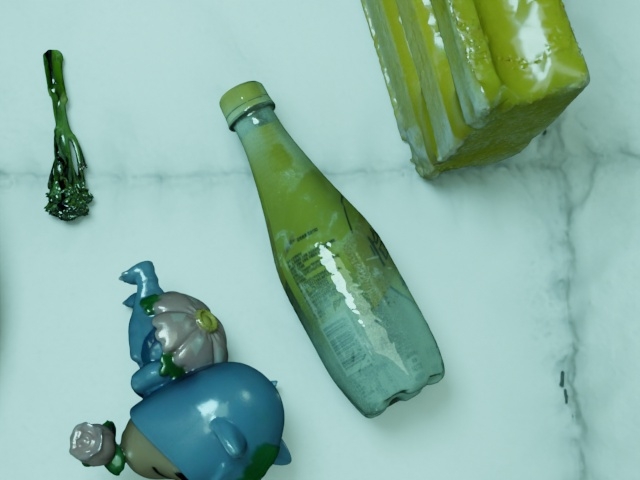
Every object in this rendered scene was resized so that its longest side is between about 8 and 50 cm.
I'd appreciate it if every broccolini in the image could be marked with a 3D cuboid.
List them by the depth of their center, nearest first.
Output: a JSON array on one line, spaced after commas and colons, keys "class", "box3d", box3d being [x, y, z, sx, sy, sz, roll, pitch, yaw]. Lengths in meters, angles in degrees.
[{"class": "broccolini", "box3d": [-0.205, -0.081, 0.925, 0.035, 0.030, 0.140, -21, 73, 29]}]

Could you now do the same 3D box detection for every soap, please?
[{"class": "soap", "box3d": [0.086, -0.217, 0.879, 0.091, 0.199, 0.315, -15, 79, -10]}]

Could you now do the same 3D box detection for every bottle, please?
[{"class": "bottle", "box3d": [0.000, 0.000, 0.888, 0.083, 0.083, 0.269, -26, 77, -8]}]

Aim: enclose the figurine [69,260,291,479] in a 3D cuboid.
[{"class": "figurine", "box3d": [-0.110, 0.113, 0.853, 0.144, 0.114, 0.178, -29, 70, -1]}]
